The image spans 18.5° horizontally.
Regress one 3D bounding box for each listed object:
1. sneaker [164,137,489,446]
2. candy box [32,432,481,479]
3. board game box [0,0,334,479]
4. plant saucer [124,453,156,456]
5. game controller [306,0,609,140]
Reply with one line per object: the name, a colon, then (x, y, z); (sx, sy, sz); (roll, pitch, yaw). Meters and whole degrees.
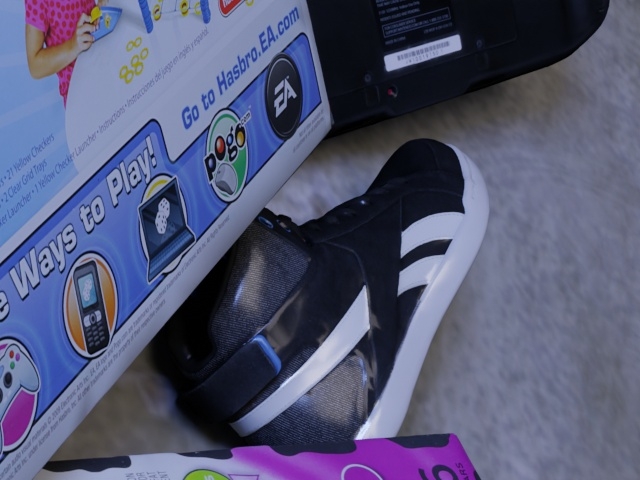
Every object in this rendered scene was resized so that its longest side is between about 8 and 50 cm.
sneaker: (0.000, 0.000, 0.882); (0.121, 0.079, 0.217); (42, 42, -19)
candy box: (-0.021, 0.152, 0.676); (0.233, 0.071, 0.159); (-1, 49, -38)
board game box: (-0.116, -0.108, 0.644); (0.308, 0.086, 0.302); (-51, 135, -54)
plant saucer: (-0.053, 0.164, 0.751); (0.168, 0.029, 0.168); (27, 45, -31)
game controller: (0.028, -0.145, 0.977); (0.319, 0.067, 0.166); (-20, 109, -39)
